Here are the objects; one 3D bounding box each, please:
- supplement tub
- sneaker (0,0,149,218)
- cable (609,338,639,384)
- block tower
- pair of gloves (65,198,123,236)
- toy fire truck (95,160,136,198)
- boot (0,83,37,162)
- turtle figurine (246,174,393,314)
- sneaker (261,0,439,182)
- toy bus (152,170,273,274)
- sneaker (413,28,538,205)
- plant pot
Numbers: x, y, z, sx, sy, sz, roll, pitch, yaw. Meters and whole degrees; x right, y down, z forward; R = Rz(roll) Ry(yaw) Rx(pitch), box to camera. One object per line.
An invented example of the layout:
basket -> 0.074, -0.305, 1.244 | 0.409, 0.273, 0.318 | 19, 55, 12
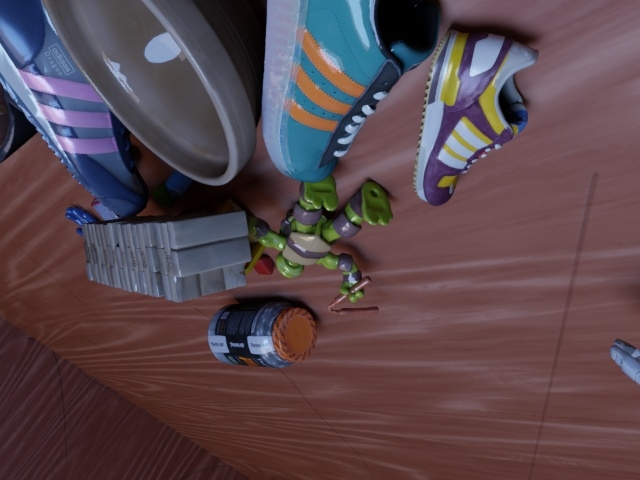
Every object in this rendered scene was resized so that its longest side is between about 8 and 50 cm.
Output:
supplement tub -> -0.105, 0.169, 0.949 | 0.191, 0.116, 0.117 | -9, 132, 43
sneaker -> -0.255, -0.160, 0.598 | 0.112, 0.131, 0.318 | 59, 174, 44
cable -> 0.424, 0.152, 0.451 | 0.257, 0.089, 0.257 | 17, -162, -27
block tower -> -0.221, 0.013, 0.691 | 0.336, 0.097, 0.090 | 1, 100, 51
pair of gloves -> -0.392, -0.016, 0.990 | 0.198, 0.023, 0.159 | -10, 130, 42
toy fire truck -> -0.314, -0.130, 0.753 | 0.135, 0.047, 0.192 | 42, 144, -21
boot -> -0.504, -0.245, 0.691 | 0.280, 0.096, 0.264 | 41, 145, -18
turtle figurine -> 0.000, 0.000, 0.671 | 0.270, 0.087, 0.217 | 27, 143, -12
sneaker -> 0.026, -0.143, 0.437 | 0.121, 0.108, 0.302 | 21, 148, 9
toy bus -> -0.178, 0.013, 0.799 | 0.191, 0.104, 0.202 | 20, 146, 12
sneaker -> 0.134, -0.092, 0.466 | 0.084, 0.069, 0.185 | 16, 147, 18
plant pot -> -0.128, -0.174, 0.477 | 0.237, 0.109, 0.237 | 35, 156, 18
